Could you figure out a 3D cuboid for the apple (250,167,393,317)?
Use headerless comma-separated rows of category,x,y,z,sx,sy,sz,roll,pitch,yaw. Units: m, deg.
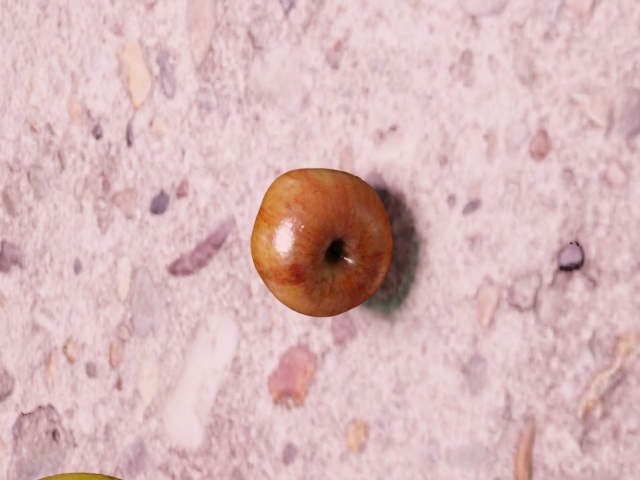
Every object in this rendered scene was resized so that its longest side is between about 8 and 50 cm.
apple,0.000,0.000,1.037,0.071,0.084,0.084,-150,66,-72

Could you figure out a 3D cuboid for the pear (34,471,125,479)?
pear,-0.141,0.245,1.099,0.269,0.212,0.212,-15,80,51
